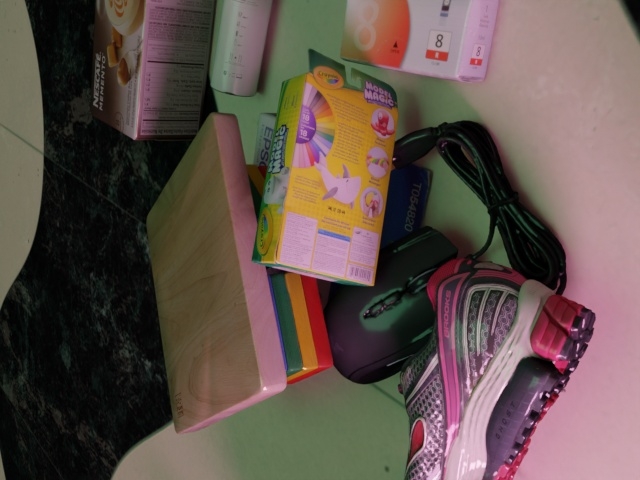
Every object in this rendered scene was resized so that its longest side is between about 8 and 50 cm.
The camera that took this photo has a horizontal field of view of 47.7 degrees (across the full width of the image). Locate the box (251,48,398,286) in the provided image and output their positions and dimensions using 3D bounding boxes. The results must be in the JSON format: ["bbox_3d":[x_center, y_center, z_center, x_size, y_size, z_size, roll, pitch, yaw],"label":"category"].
[{"bbox_3d":[0.008,-0.059,0.604,0.043,0.105,0.179,0,77,54],"label":"box"}]

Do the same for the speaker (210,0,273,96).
[{"bbox_3d":[-0.086,-0.234,0.808,0.055,0.055,0.136,36,123,41],"label":"speaker"}]

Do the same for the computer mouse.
[{"bbox_3d":[0.064,0.013,0.631,0.262,0.060,0.184,-34,71,37],"label":"computer mouse"}]

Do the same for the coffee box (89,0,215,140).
[{"bbox_3d":[-0.216,-0.265,0.924,0.141,0.098,0.246,31,119,43],"label":"coffee box"}]

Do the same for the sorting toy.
[{"bbox_3d":[-0.089,0.045,0.735,0.257,0.089,0.255,-39,58,56],"label":"sorting toy"}]

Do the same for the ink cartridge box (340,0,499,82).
[{"bbox_3d":[0.087,-0.233,0.609,0.145,0.045,0.179,25,117,45],"label":"ink cartridge box"}]

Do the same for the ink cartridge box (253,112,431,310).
[{"bbox_3d":[0.000,0.000,0.749,0.224,0.045,0.223,28,117,44],"label":"ink cartridge box"}]

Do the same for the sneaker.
[{"bbox_3d":[0.107,0.150,0.576,0.112,0.121,0.299,31,118,26],"label":"sneaker"}]
